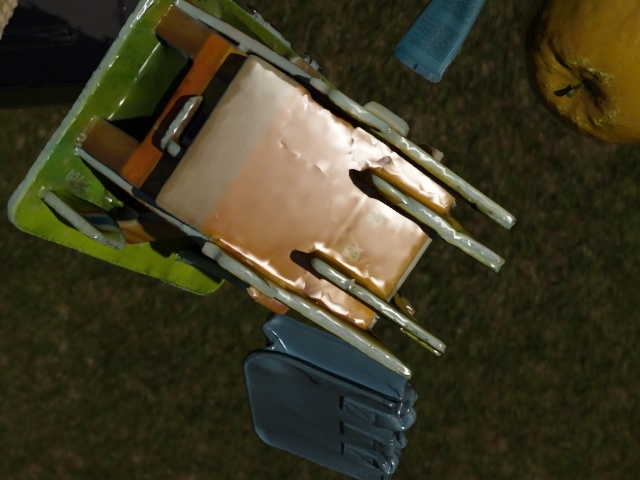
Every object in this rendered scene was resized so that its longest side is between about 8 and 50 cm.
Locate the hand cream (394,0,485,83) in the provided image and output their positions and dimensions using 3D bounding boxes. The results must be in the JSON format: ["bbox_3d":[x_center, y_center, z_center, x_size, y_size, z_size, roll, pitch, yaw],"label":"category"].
[{"bbox_3d":[0.189,-0.325,1.877,0.083,0.048,0.224,34,125,-2],"label":"hand cream"}]

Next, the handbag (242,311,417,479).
[{"bbox_3d":[0.015,0.167,1.353,0.179,0.062,0.229,20,153,14],"label":"handbag"}]

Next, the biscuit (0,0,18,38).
[{"bbox_3d":[-0.322,-0.291,0.936,0.078,0.144,0.426,8,150,17],"label":"biscuit"}]

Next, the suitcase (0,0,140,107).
[{"bbox_3d":[-0.352,-0.271,1.779,0.434,0.283,0.194,-4,94,9],"label":"suitcase"}]

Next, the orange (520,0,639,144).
[{"bbox_3d":[0.413,-0.268,1.817,0.279,0.235,0.279,34,152,21],"label":"orange"}]

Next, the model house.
[{"bbox_3d":[0.000,0.000,1.043,0.313,0.242,0.357,37,-178,25],"label":"model house"}]
